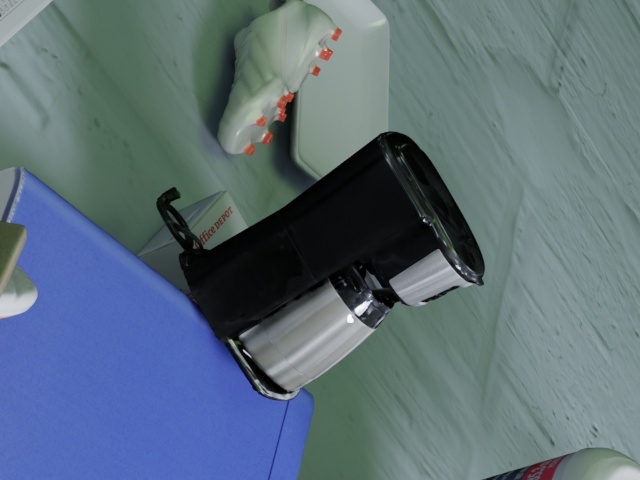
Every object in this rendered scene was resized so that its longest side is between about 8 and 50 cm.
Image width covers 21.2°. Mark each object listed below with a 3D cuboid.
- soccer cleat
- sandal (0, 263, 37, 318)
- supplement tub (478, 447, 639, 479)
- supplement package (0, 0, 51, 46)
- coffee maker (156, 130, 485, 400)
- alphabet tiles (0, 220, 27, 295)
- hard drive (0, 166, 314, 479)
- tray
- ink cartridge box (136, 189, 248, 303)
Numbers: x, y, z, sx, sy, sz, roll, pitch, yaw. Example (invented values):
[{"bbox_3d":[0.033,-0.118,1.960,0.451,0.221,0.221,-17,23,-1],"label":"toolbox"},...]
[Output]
[{"bbox_3d":[-0.051,-0.143,1.464,0.076,0.068,0.196,30,46,4],"label":"soccer cleat"},{"bbox_3d":[-0.274,0.037,0.930,0.265,0.076,0.102,9,24,-43],"label":"sandal"},{"bbox_3d":[0.125,0.275,1.264,0.191,0.272,0.191,37,42,-43],"label":"supplement tub"},{"bbox_3d":[-0.269,-0.189,0.979,0.198,0.199,0.263,59,31,-18],"label":"supplement package"},{"bbox_3d":[0.000,0.000,1.192,0.171,0.178,0.120,51,16,-15],"label":"coffee maker"},{"bbox_3d":[-0.299,0.049,0.744,0.342,0.285,0.011,-75,172,-46],"label":"alphabet tiles"},{"bbox_3d":[-0.131,0.124,1.136,0.318,0.040,0.210,42,51,-40],"label":"hard drive"},{"bbox_3d":[0.014,-0.142,1.594,0.145,0.030,0.270,39,41,-41],"label":"tray"},{"bbox_3d":[-0.078,0.036,1.306,0.122,0.052,0.088,62,30,-15],"label":"ink cartridge box"}]
